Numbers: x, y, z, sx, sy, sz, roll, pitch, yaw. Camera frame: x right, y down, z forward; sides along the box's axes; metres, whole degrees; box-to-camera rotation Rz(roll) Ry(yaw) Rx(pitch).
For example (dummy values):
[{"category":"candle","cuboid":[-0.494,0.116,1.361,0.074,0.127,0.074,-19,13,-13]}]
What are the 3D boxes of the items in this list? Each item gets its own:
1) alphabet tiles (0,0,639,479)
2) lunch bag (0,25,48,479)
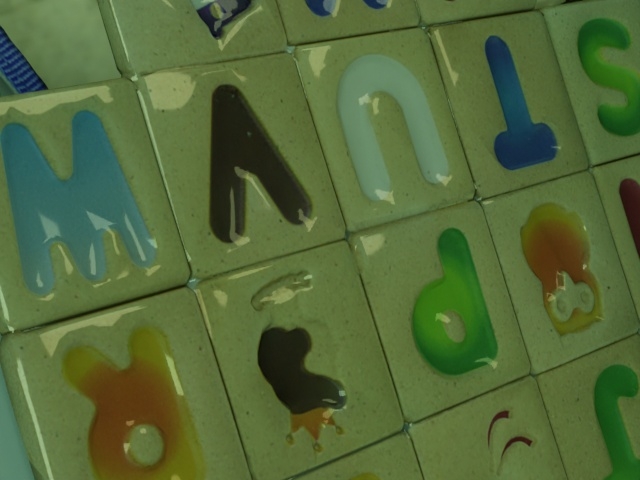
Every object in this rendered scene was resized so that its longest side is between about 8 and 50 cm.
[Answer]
[{"category":"alphabet tiles","cuboid":[0.044,0.049,0.445,0.285,0.011,0.342,-15,88,-41]},{"category":"lunch bag","cuboid":[-0.219,0.022,0.346,0.385,0.328,0.239,47,116,0]}]
